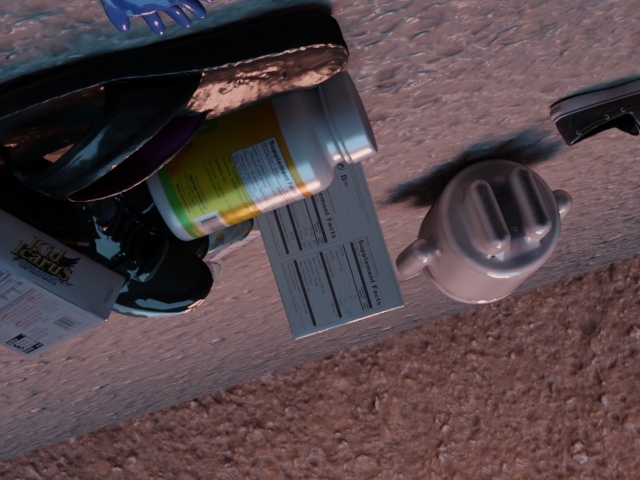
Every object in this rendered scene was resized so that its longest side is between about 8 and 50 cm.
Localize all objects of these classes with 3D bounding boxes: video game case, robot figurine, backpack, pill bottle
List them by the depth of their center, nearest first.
[{"bbox_3d":[-0.372,0.031,1.580,0.244,0.061,0.269,29,155,-20],"label":"video game case"},{"bbox_3d":[-0.067,-0.102,1.635,0.246,0.136,0.136,-20,168,8],"label":"pill bottle"},{"bbox_3d":[-0.161,-0.031,1.811,0.115,0.151,0.182,-12,-178,16],"label":"backpack"},{"bbox_3d":[0.272,-0.010,2.381,0.300,0.199,0.353,-14,167,-12],"label":"robot figurine"}]

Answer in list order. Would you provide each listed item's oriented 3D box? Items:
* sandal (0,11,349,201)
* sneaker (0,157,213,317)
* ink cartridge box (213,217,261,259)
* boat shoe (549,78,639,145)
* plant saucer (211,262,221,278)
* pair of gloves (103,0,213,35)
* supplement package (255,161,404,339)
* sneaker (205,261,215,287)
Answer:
[{"bbox_3d":[-0.181,-0.119,1.462,0.446,0.107,0.167,-17,167,-1],"label":"sandal"},{"bbox_3d":[-0.244,-0.007,1.602,0.283,0.107,0.124,25,149,-11],"label":"sneaker"},{"bbox_3d":[-0.151,-0.013,2.105,0.089,0.052,0.122,-4,160,-47],"label":"ink cartridge box"},{"bbox_3d":[0.453,-0.189,2.147,0.229,0.076,0.080,-14,167,-20],"label":"boat shoe"},{"bbox_3d":[-0.255,0.089,2.442,0.195,0.037,0.195,-18,169,-4],"label":"plant saucer"},{"bbox_3d":[-0.106,-0.233,1.271,0.198,0.023,0.159,-20,168,13],"label":"pair of gloves"},{"bbox_3d":[0.000,0.000,1.880,0.145,0.204,0.262,-18,-176,-2],"label":"supplement package"},{"bbox_3d":[-0.296,0.064,2.137,0.269,0.101,0.153,0,160,-39],"label":"sneaker"}]
